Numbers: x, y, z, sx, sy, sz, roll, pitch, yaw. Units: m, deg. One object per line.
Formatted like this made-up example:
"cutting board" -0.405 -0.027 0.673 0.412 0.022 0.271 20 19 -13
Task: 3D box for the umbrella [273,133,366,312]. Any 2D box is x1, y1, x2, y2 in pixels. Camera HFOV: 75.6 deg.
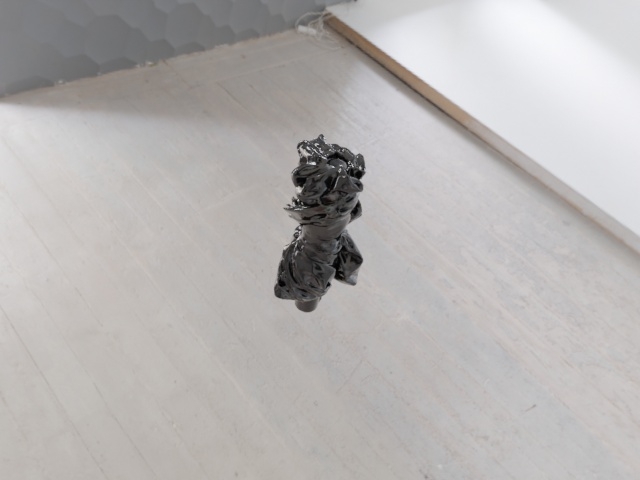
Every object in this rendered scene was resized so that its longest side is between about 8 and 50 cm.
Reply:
"umbrella" 0.001 -0.001 0.560 0.122 0.273 0.110 -24 49 -34
